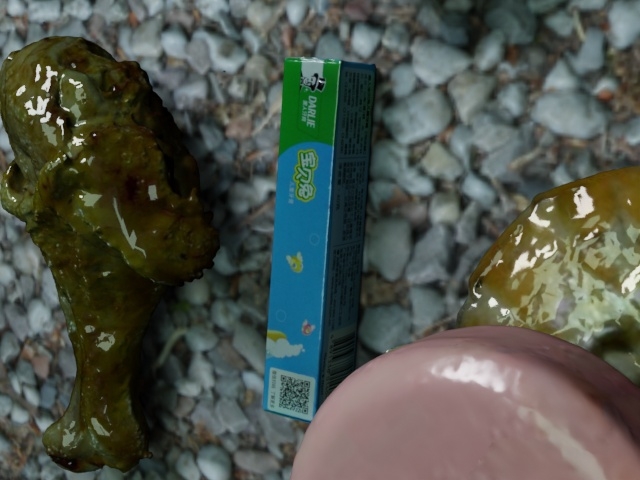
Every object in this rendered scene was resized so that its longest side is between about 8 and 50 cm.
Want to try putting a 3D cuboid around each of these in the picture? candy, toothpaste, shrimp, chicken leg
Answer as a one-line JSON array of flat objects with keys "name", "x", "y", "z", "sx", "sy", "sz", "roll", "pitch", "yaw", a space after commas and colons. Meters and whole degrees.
[{"name": "candy", "x": 0.092, "y": 0.176, "z": 0.563, "sx": 0.255, "sy": 0.094, "sz": 0.255, "roll": 5, "pitch": 99, "yaw": 32}, {"name": "toothpaste", "x": 0.000, "y": 0.000, "z": 0.722, "sx": 0.050, "sy": 0.065, "sz": 0.267, "roll": 9, "pitch": 100, "yaw": 29}, {"name": "shrimp", "x": 0.273, "y": 0.146, "z": 0.569, "sx": 0.445, "sy": 0.085, "sz": 0.272, "roll": 36, "pitch": 96, "yaw": 12}, {"name": "chicken leg", "x": -0.160, "y": 0.016, "z": 0.770, "sx": 0.211, "sy": 0.140, "sz": 0.361, "roll": 3, "pitch": 109, "yaw": 47}]

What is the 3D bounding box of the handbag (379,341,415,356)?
[{"name": "handbag", "x": 0.117, "y": 0.192, "z": 0.686, "sx": 0.256, "sy": 0.079, "sz": 0.219, "roll": 19, "pitch": 89, "yaw": 23}]
